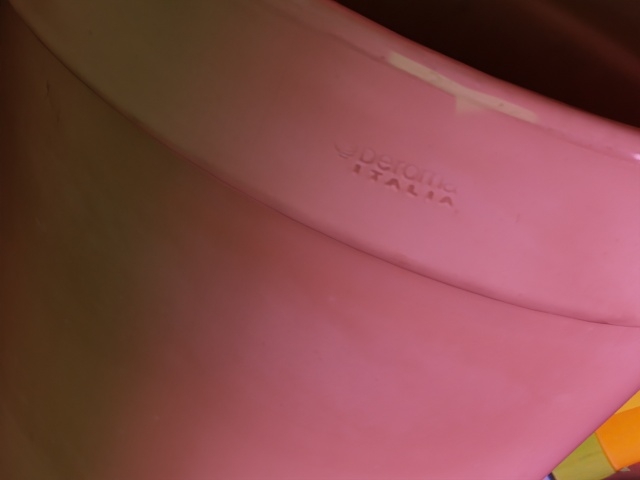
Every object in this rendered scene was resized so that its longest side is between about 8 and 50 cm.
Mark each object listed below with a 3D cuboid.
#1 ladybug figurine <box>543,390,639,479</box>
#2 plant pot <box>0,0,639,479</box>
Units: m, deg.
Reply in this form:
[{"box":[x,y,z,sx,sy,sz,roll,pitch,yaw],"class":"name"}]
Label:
[{"box":[0.147,0.059,0.804,0.449,0.162,0.305,-17,101,12],"class":"ladybug figurine"},{"box":[0.000,0.000,0.601,0.323,0.323,0.280,18,116,-13],"class":"plant pot"}]
